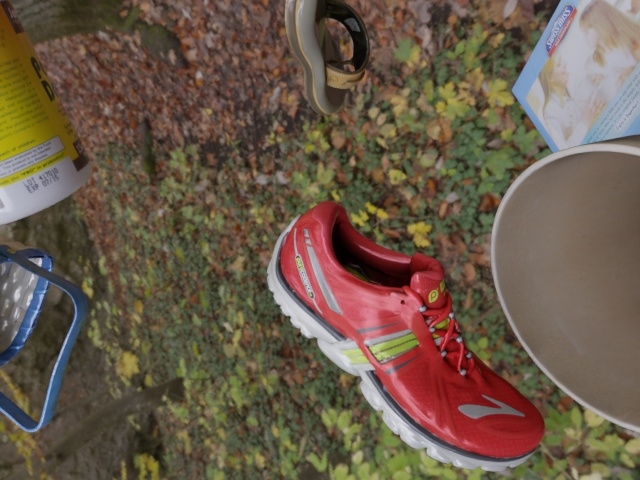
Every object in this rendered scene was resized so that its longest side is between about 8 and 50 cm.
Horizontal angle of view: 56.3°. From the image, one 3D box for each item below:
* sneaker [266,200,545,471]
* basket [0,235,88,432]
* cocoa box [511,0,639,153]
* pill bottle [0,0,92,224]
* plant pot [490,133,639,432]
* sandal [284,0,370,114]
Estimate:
[{"bbox_3d":[0.077,0.074,0.493,0.279,0.107,0.118,38,124,7],"label":"sneaker"},{"bbox_3d":[-0.499,0.126,0.913,0.288,0.255,0.201,27,-164,10],"label":"basket"},{"bbox_3d":[0.430,-0.237,0.694,0.347,0.227,0.232,105,149,-55],"label":"cocoa box"},{"bbox_3d":[-0.287,-0.127,0.489,0.117,0.117,0.215,26,141,56],"label":"pill bottle"},{"bbox_3d":[0.349,-0.001,0.558,0.256,0.274,0.257,37,139,41],"label":"plant pot"},{"bbox_3d":[0.010,-0.138,0.414,0.180,0.049,0.072,52,-144,-80],"label":"sandal"}]
